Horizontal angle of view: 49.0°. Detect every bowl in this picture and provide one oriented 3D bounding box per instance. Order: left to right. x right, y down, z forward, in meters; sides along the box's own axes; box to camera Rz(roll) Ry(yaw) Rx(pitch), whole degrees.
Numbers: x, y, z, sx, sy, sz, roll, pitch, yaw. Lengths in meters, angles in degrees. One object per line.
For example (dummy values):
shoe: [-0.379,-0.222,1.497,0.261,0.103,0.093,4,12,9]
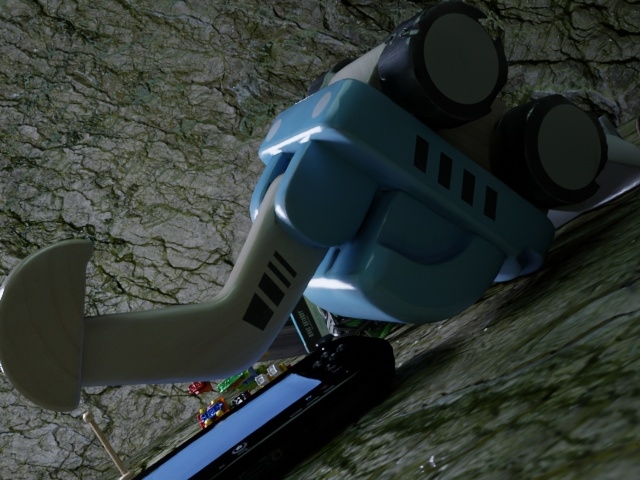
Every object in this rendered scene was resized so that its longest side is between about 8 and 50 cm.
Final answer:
bowl: [0.290,-0.085,0.823,0.142,0.053,0.142,6,-21,-16]

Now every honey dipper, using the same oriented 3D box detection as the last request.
honey dipper: [-0.351,0.357,1.179,0.030,0.160,0.030,-35,-3,-2]

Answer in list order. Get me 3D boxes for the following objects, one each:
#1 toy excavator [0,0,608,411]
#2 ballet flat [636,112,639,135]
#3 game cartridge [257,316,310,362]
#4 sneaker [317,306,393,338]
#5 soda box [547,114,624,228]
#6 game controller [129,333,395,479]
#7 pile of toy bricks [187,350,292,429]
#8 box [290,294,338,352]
toy excavator: [0.000,0.000,0.643,0.222,0.433,0.445,-9,54,63]
ballet flat: [0.439,-0.155,0.820,0.106,0.108,0.316,-55,-13,9]
game cartridge: [-0.097,0.196,1.452,0.355,0.068,0.230,-1,-21,-38]
sneaker: [0.048,0.059,0.914,0.134,0.146,0.343,-13,-16,15]
soda box: [0.288,-0.051,0.969,0.286,0.091,0.098,-36,-3,27]
game controller: [-0.076,0.181,0.616,0.319,0.067,0.166,-33,-4,-18]
pile of toy bricks: [-0.149,0.278,1.379,0.212,0.118,0.105,-39,-28,15]
box: [0.067,0.080,1.139,0.244,0.100,0.060,-24,17,-4]
